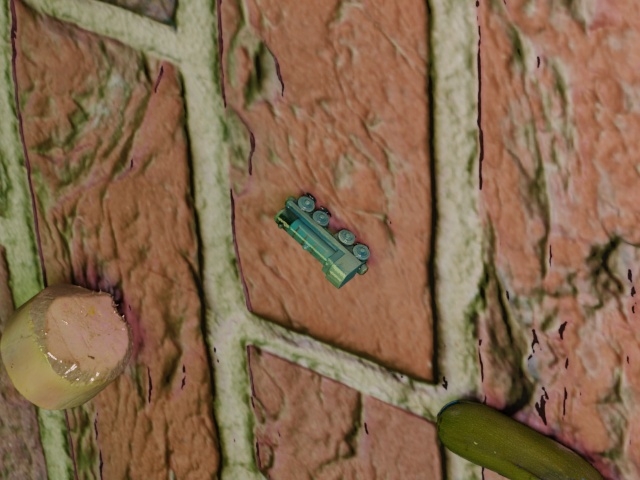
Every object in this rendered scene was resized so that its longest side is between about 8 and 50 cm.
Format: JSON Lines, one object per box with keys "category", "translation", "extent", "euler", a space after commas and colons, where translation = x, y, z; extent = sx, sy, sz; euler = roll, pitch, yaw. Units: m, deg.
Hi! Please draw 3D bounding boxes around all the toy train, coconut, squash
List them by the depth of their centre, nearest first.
{"category": "squash", "translation": [0.169, 0.179, 1.594], "extent": [0.183, 0.052, 0.052], "euler": [28, 133, 30]}
{"category": "toy train", "translation": [0.000, 0.000, 1.641], "extent": [0.092, 0.045, 0.029], "euler": [42, 136, 11]}
{"category": "coconut", "translation": [-0.249, 0.104, 1.909], "extent": [0.116, 0.116, 0.122], "euler": [56, 142, -2]}
